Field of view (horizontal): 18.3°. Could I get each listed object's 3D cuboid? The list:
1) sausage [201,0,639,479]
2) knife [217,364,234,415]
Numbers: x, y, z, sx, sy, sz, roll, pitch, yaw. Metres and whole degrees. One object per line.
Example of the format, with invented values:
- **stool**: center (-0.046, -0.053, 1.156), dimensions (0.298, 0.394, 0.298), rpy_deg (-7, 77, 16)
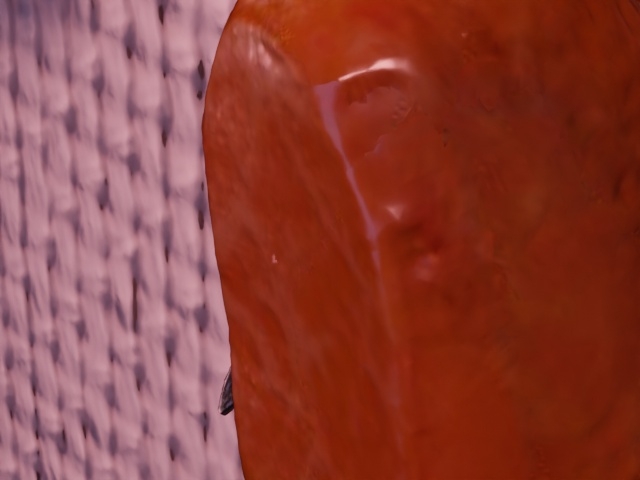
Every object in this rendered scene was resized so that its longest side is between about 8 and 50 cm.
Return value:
- **sausage**: center (0.047, 0.014, 0.660), dimensions (0.153, 0.141, 0.268), rpy_deg (14, 119, 52)
- **knife**: center (0.000, 0.000, 0.781), dimensions (0.023, 0.010, 0.170), rpy_deg (41, 110, 31)
